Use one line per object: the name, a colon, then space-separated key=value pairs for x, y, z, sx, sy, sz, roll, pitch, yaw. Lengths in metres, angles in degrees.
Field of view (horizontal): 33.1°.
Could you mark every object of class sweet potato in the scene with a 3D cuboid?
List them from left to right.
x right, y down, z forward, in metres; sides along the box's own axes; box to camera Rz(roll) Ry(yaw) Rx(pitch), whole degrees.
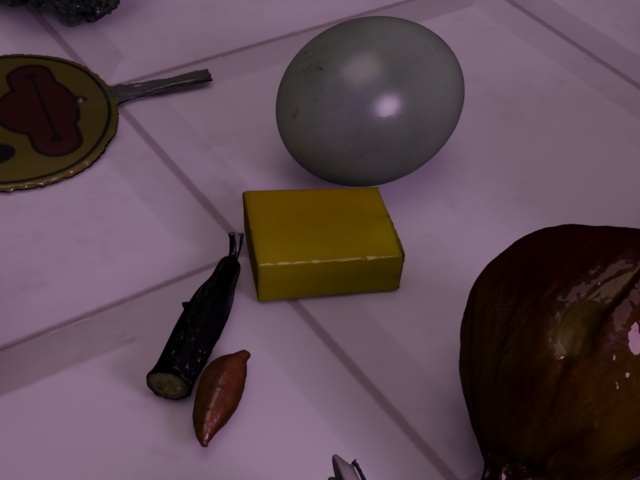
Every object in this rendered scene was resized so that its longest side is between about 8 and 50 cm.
sweet potato: x=-0.074 y=0.111 z=0.782 sx=0.034 sy=0.034 sz=0.095 roll=12 pitch=39 yaw=8

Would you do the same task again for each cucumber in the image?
cucumber: x=-0.091 y=0.056 z=0.840 sx=0.039 sy=0.043 sz=0.163 roll=6 pitch=37 yaw=13

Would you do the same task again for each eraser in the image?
eraser: x=0.000 y=0.000 z=0.906 sx=0.122 sy=0.045 sz=0.097 roll=-4 pitch=41 yaw=-10

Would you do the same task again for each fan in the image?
fan: x=-0.265 y=-0.128 z=1.055 sx=0.335 sy=0.011 sz=0.229 roll=-14 pitch=45 yaw=-18

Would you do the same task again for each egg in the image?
egg: x=0.047 y=-0.127 z=0.975 sx=0.192 sy=0.149 sz=0.149 roll=-27 pitch=50 yaw=-32

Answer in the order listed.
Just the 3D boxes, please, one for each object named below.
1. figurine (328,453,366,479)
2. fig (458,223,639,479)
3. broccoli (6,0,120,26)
figurine: x=-0.033 y=0.209 z=0.626 sx=0.154 sy=0.132 sz=0.132 roll=-17 pitch=44 yaw=-6
fig: x=0.174 y=0.112 z=0.704 sx=0.191 sy=0.190 sz=0.290 roll=14 pitch=42 yaw=11
broccoli: x=-0.297 y=-0.333 z=1.225 sx=0.198 sy=0.177 sz=0.275 roll=-43 pitch=20 yaw=-1
